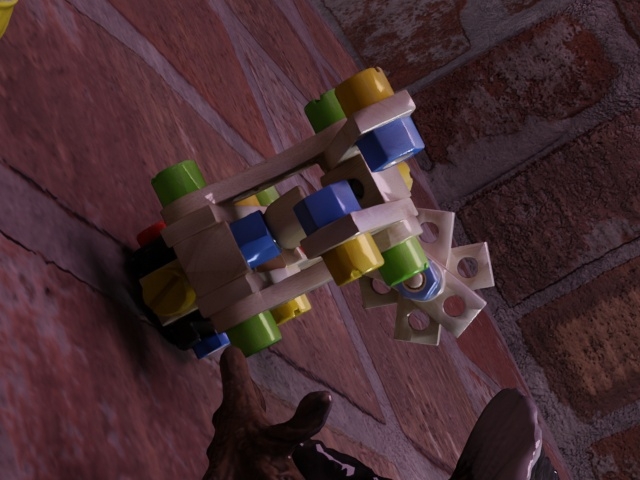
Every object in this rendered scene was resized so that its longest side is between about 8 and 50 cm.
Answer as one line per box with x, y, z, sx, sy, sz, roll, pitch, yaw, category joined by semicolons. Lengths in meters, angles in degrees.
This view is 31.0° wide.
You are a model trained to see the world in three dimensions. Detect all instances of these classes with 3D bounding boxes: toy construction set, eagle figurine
0.000;0.000;0.765;0.151;0.215;0.328;65;12;19;toy construction set
0.038;0.185;0.563;0.298;0.226;0.225;48;-4;-30;eagle figurine

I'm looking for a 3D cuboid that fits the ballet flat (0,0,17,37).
-0.199;-0.150;0.616;0.077;0.077;0.231;59;11;-4;ballet flat
